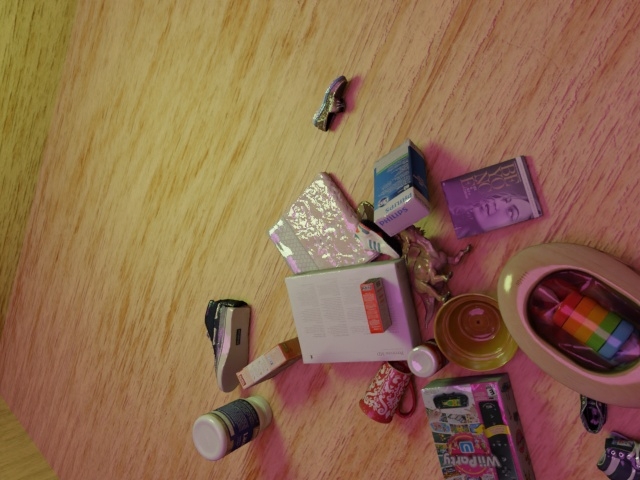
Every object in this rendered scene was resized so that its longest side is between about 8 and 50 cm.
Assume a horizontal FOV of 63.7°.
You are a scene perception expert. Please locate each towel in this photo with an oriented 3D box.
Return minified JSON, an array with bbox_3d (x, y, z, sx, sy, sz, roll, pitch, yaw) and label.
[{"bbox_3d":[0.000,0.000,1.673,0.317,0.053,0.332,-43,71,28],"label":"towel"}]

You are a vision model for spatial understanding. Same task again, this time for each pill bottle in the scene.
[{"bbox_3d":[-0.299,0.642,1.793,0.153,0.264,0.153,4,97,34],"label":"pill bottle"},{"bbox_3d":[0.309,0.320,1.427,0.086,0.152,0.086,3,95,34],"label":"pill bottle"}]

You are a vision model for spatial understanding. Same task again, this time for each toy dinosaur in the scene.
[{"bbox_3d":[0.295,0.085,1.445,0.200,0.127,0.296,18,114,38],"label":"toy dinosaur"}]

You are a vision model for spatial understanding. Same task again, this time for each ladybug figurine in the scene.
[{"bbox_3d":[0.626,0.189,1.186,0.449,0.161,0.305,42,104,25],"label":"ladybug figurine"}]

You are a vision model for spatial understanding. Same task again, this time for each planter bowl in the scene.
[{"bbox_3d":[0.418,0.231,1.373,0.217,0.090,0.218,5,104,21],"label":"planter bowl"}]

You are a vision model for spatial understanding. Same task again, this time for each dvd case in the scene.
[{"bbox_3d":[0.446,-0.111,1.352,0.221,0.018,0.165,-17,83,18],"label":"dvd case"}]

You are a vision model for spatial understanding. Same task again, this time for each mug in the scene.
[{"bbox_3d":[0.215,0.447,1.547,0.170,0.150,0.113,-66,25,14],"label":"mug"}]

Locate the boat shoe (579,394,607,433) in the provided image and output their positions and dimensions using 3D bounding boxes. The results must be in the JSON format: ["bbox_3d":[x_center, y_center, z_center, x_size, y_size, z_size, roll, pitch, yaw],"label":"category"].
[{"bbox_3d":[0.656,0.366,1.238,0.065,0.083,0.184,-8,89,34],"label":"boat shoe"}]

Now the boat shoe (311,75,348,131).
[{"bbox_3d":[0.043,-0.424,1.611,0.066,0.066,0.183,44,125,18],"label":"boat shoe"}]

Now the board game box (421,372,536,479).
[{"bbox_3d":[0.427,0.530,1.398,0.223,0.097,0.304,-17,85,34],"label":"board game box"}]

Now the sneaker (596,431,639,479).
[{"bbox_3d":[0.761,0.475,1.167,0.153,0.099,0.282,43,118,22],"label":"sneaker"}]

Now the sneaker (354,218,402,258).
[{"bbox_3d":[0.168,0.010,1.521,0.161,0.057,0.075,39,125,13],"label":"sneaker"}]

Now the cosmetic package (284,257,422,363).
[{"bbox_3d":[0.096,0.220,1.562,0.376,0.097,0.285,-9,94,29],"label":"cosmetic package"}]

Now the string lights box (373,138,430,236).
[{"bbox_3d":[0.217,-0.149,1.409,0.133,0.076,0.260,-32,34,32],"label":"string lights box"}]

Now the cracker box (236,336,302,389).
[{"bbox_3d":[-0.154,0.410,1.743,0.232,0.155,0.067,-40,72,29],"label":"cracker box"}]

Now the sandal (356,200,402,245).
[{"bbox_3d":[0.179,-0.045,1.556,0.180,0.049,0.072,45,122,7],"label":"sandal"}]

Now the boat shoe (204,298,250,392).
[{"bbox_3d":[-0.358,0.377,1.912,0.158,0.127,0.341,10,91,40],"label":"boat shoe"}]

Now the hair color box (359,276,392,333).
[{"bbox_3d":[0.154,0.180,1.429,0.043,0.072,0.141,-10,95,28],"label":"hair color box"}]
